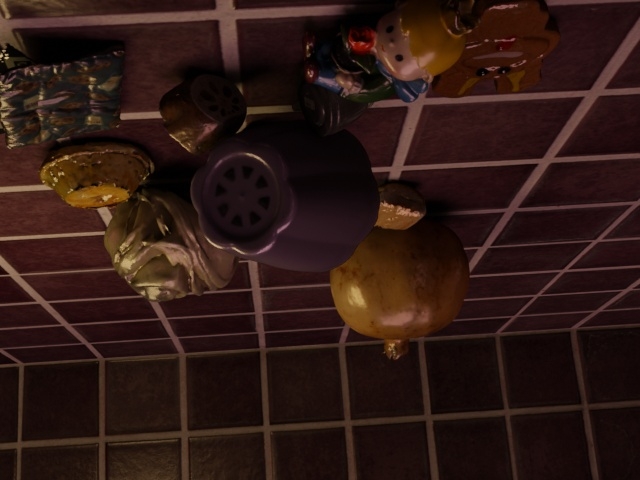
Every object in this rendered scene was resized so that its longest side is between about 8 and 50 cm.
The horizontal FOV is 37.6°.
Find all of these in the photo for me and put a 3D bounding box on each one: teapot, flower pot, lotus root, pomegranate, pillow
[{"bbox_3d":[0.026,-0.218,1.467,0.108,0.111,0.149,-19,161,-22],"label":"teapot"},{"bbox_3d":[-0.064,-0.072,1.498,0.265,0.265,0.243,-12,178,22],"label":"flower pot"},{"bbox_3d":[-0.181,-0.203,1.459,0.081,0.112,0.122,-36,177,43],"label":"lotus root"},{"bbox_3d":[0.183,0.104,2.165,0.343,0.342,0.342,-4,163,-1],"label":"pomegranate"},{"bbox_3d":[-0.391,-0.210,1.424,0.189,0.034,0.255,-17,167,-19],"label":"pillow"}]

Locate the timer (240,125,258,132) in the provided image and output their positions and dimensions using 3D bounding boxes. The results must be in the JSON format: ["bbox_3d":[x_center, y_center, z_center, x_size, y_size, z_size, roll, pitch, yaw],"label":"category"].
[{"bbox_3d":[-0.071,-0.160,1.726,0.188,0.055,0.144,8,157,-22],"label":"timer"}]

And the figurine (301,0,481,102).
[{"bbox_3d":[0.092,-0.274,1.301,0.185,0.127,0.234,14,166,-27],"label":"figurine"}]

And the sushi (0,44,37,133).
[{"bbox_3d":[-0.531,-0.201,1.476,0.290,0.050,0.264,-10,162,17],"label":"sushi"}]

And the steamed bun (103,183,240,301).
[{"bbox_3d":[-0.291,0.028,1.869,0.280,0.207,0.268,25,170,-34],"label":"steamed bun"}]

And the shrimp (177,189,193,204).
[{"bbox_3d":[-0.149,-0.091,1.905,0.295,0.062,0.154,3,-174,9],"label":"shrimp"}]

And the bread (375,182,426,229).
[{"bbox_3d":[0.158,-0.077,2.006,0.125,0.082,0.106,14,147,-21],"label":"bread"}]

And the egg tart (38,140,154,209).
[{"bbox_3d":[-0.413,-0.114,1.734,0.213,0.090,0.212,-7,165,-2],"label":"egg tart"}]

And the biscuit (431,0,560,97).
[{"bbox_3d":[0.262,-0.285,1.414,0.186,0.044,0.295,-8,163,3],"label":"biscuit"}]
